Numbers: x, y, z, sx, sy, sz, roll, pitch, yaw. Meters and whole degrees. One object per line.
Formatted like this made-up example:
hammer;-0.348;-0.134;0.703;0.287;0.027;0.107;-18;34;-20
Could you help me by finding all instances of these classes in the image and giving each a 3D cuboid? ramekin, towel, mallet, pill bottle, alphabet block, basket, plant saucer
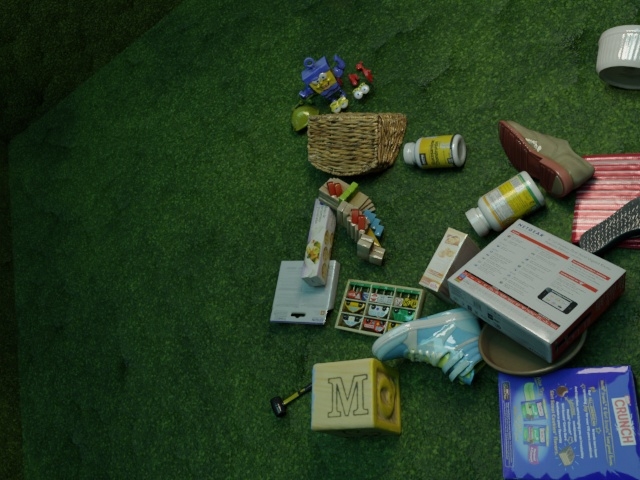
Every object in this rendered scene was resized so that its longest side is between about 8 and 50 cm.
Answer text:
ramekin;0.873;-0.503;1.792;0.207;0.207;0.109;15;87;36
towel;0.803;-0.111;1.762;0.199;0.031;0.274;2;70;33
mallet;-0.080;0.484;2.049;0.190;0.039;0.062;-40;57;6
pill bottle;0.366;-0.283;2.068;0.184;0.103;0.103;0;69;32
pill bottle;0.534;-0.099;1.871;0.208;0.117;0.117;-33;55;15
alphabet block;0.104;0.455;1.848;0.197;0.192;0.193;-12;65;29
basket;0.131;-0.338;2.249;0.299;0.223;0.213;7;106;34
plant saucer;0.551;0.256;1.676;0.278;0.041;0.278;-21;28;12

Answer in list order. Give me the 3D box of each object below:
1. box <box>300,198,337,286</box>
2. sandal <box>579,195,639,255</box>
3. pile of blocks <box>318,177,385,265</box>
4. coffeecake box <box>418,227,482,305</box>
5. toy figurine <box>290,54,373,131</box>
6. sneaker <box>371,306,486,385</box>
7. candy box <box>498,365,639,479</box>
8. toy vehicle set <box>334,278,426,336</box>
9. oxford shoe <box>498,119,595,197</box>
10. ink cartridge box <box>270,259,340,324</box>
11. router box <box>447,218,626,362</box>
box;0.000;0.000;2.155;0.063;0.067;0.324;-9;52;27
sandal;0.804;-0.041;1.684;0.254;0.054;0.097;-31;47;29
pile of blocks;0.125;-0.091;2.097;0.149;0.112;0.362;-25;61;-13
coffeecake box;0.381;0.078;1.871;0.068;0.142;0.185;25;83;38
toy figurine;-0.017;-0.587;2.359;0.363;0.217;0.191;-29;47;19
sneaker;0.314;0.322;1.777;0.319;0.127;0.208;-19;60;3
candy box;0.611;0.456;1.569;0.317;0.122;0.268;-10;62;30
toy vehicle set;0.185;0.217;1.999;0.267;0.035;0.166;6;72;34
oxford shoe;0.652;-0.257;1.887;0.130;0.123;0.348;-25;49;-8
ink cartridge box;-0.052;0.176;2.159;0.223;0.045;0.224;-1;67;31
router box;0.560;0.118;1.686;0.301;0.082;0.335;-36;44;-19
